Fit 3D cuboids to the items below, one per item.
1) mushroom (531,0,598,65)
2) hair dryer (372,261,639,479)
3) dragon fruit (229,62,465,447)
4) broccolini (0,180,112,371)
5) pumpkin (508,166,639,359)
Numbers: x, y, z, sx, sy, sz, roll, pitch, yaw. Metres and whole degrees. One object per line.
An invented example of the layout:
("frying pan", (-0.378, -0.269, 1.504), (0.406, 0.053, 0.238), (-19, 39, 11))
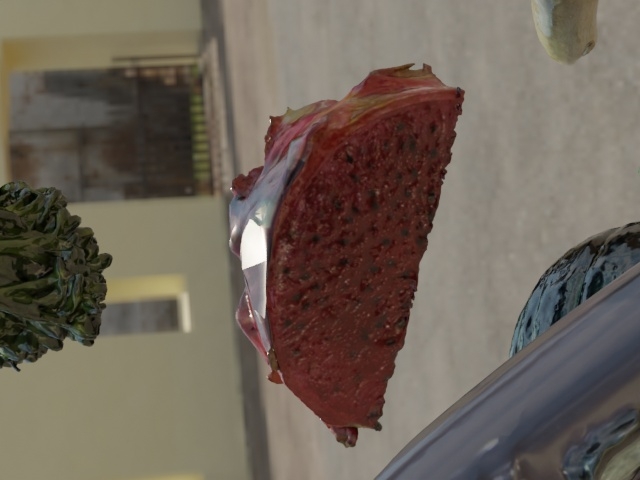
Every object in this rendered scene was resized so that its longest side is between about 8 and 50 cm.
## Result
("mushroom", (0.217, -0.219, 1.387), (0.071, 0.084, 0.209), (-59, -21, -18))
("hair dryer", (0.114, 0.052, 0.385), (0.121, 0.361, 0.301), (49, -171, -26))
("dragon fruit", (-0.011, -0.003, 1.082), (0.161, 0.126, 0.274), (-139, 60, -63))
("broccolini", (-0.150, -0.018, 0.426), (0.067, 0.216, 0.058), (30, 92, 49))
("pumpkin", (0.171, 0.052, 0.627), (0.194, 0.194, 0.150), (111, -176, -72))
